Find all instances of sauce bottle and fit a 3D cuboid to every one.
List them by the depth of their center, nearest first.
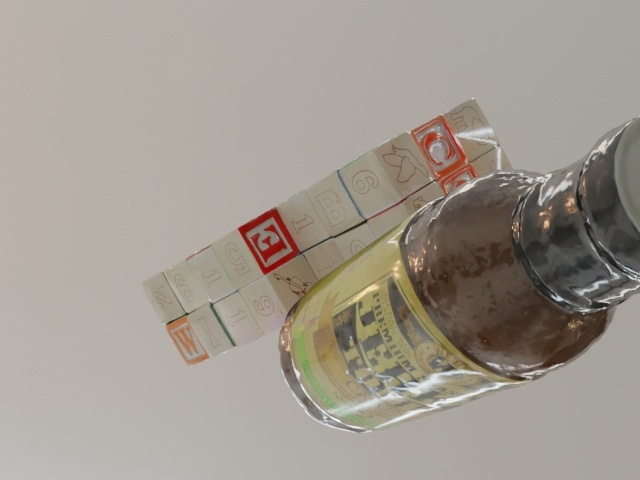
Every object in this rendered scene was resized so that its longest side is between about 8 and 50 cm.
[{"bbox_3d":[0.080,0.028,0.571,0.344,0.111,0.111,-42,-114,62],"label":"sauce bottle"}]

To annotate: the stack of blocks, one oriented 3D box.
[{"bbox_3d":[0.000,0.000,0.885,0.297,0.171,0.087,-27,-86,49],"label":"stack of blocks"}]
